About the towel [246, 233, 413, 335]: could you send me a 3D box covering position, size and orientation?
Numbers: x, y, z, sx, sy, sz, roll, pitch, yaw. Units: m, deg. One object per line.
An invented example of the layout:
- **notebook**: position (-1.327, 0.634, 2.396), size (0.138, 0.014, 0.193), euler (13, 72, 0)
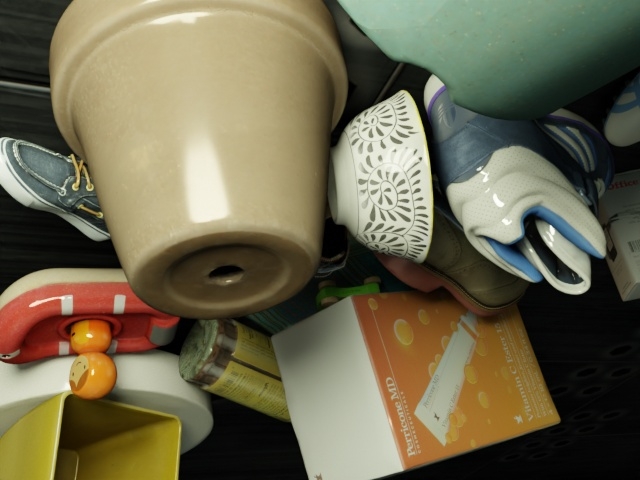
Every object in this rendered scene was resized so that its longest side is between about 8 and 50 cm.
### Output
- **towel**: position (-0.029, 0.024, 0.993), size (0.271, 0.040, 0.370), euler (-25, 146, 19)

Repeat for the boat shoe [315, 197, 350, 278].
- **boat shoe**: position (0.000, 0.000, 0.871), size (0.066, 0.066, 0.183), euler (-8, 147, -5)

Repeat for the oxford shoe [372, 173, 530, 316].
- **oxford shoe**: position (0.199, 0.007, 0.956), size (0.130, 0.123, 0.348), euler (-42, 149, 23)

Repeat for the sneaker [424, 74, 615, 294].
- **sneaker**: position (0.235, -0.031, 0.800), size (0.130, 0.236, 0.322), euler (-33, 142, 31)

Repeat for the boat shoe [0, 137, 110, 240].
- **boat shoe**: position (-0.237, -0.062, 0.768), size (0.083, 0.065, 0.183), euler (-23, 153, 14)

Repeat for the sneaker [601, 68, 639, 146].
- **sneaker**: position (0.402, -0.162, 0.795), size (0.085, 0.086, 0.237), euler (18, 139, -42)

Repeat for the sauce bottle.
- **sauce bottle**: position (-0.047, 0.221, 1.165), size (0.344, 0.111, 0.111), euler (31, 130, -28)

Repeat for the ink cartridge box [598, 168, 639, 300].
- **ink cartridge box**: position (0.417, -0.011, 0.979), size (0.109, 0.150, 0.063), euler (-11, 153, 0)

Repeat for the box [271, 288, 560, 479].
- **box**: position (0.136, 0.192, 1.049), size (0.345, 0.215, 0.168), euler (-1, 157, -43)

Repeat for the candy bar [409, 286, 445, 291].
- **candy bar**: position (0.204, 0.081, 1.181), size (0.161, 0.018, 0.040), euler (10, 144, -31)

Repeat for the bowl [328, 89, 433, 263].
- **bowl**: position (0.049, -0.057, 0.747), size (0.080, 0.170, 0.170), euler (-7, 148, -7)

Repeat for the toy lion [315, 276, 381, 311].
- **toy lion**: position (0.041, 0.084, 1.050), size (0.100, 0.034, 0.096), euler (-3, 154, -13)

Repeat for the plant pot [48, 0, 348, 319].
- **plant pot**: position (-0.094, -0.066, 0.647), size (0.263, 0.229, 0.263), euler (-7, 148, -5)

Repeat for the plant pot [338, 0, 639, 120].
- **plant pot**: position (0.167, -0.249, 0.376), size (0.341, 0.341, 0.334), euler (13, 149, -34)

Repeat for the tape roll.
- **tape roll**: position (-0.359, 0.274, 1.181), size (0.392, 0.072, 0.392), euler (-9, 149, -5)

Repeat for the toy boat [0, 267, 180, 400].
- **toy boat**: position (-0.289, 0.126, 0.961), size (0.231, 0.151, 0.151), euler (0, 146, -19)

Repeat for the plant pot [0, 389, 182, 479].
- **plant pot**: position (-0.337, 0.340, 1.050), size (0.187, 0.212, 0.212), euler (-17, 150, 31)
